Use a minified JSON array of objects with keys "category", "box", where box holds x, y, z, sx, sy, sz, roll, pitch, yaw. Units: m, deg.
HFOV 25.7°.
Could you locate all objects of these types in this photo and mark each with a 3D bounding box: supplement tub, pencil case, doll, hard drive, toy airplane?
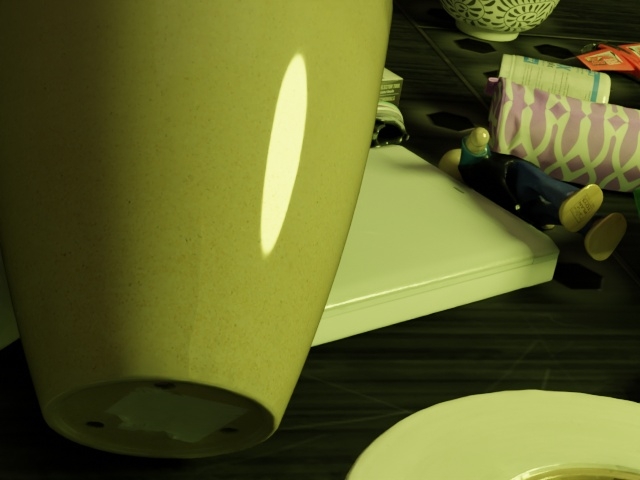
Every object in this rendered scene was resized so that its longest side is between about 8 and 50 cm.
[{"category":"supplement tub","box":[0.221,-0.137,1.358,0.107,0.071,0.071,13,26,3]},{"category":"pencil case","box":[0.249,-0.094,1.259,0.206,0.086,0.088,10,61,-3]},{"category":"doll","box":[0.157,-0.043,1.123,0.129,0.046,0.189,44,-9,-33]},{"category":"hard drive","box":[0.000,0.000,1.042,0.307,0.040,0.203,-12,34,-38]},{"category":"toy airplane","box":[0.357,-0.190,1.557,0.151,0.028,0.151,7,28,-4]}]

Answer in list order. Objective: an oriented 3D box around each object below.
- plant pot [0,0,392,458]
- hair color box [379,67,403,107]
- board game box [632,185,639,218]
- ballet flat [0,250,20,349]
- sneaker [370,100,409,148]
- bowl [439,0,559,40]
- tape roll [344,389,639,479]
[{"category":"plant pot","box":[-0.083,-0.024,0.810,0.256,0.256,0.274,5,62,-10]},{"category":"hair color box","box":[0.008,-0.161,1.360,0.072,0.043,0.141,-10,31,-34]},{"category":"board game box","box":[0.406,-0.050,1.036,0.317,0.046,0.213,-13,-5,20]},{"category":"ballet flat","box":[-0.316,0.015,0.782,0.400,0.139,0.139,-7,31,-28]},{"category":"sneaker","box":[0.033,-0.106,1.264,0.098,0.038,0.069,2,27,-14]},{"category":"bowl","box":[0.200,-0.280,1.622,0.170,0.080,0.170,8,26,-4]},{"category":"tape roll","box":[0.137,0.187,0.651,0.286,0.100,0.286,8,27,-4]}]
